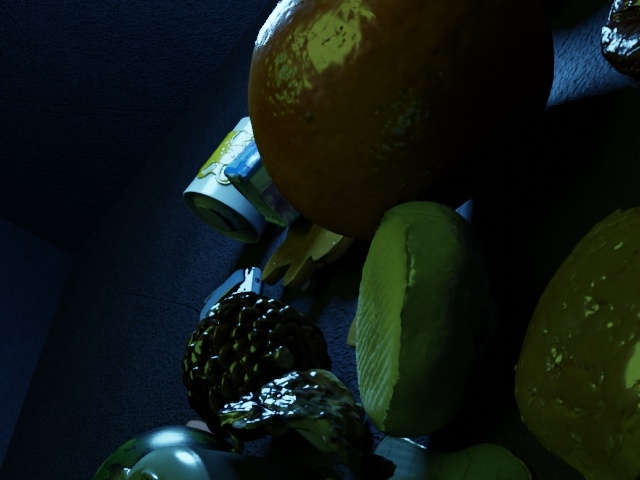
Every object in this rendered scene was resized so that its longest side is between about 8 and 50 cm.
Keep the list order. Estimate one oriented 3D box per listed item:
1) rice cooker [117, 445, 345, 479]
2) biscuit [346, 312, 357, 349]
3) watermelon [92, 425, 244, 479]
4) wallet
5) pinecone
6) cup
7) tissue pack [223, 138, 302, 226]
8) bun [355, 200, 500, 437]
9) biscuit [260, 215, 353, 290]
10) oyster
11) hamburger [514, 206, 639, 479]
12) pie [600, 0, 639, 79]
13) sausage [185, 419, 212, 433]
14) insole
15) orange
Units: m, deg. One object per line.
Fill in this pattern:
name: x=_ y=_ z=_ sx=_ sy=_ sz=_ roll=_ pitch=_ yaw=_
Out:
rice cooker: x=-0.098 y=0.385 z=1.286 sx=0.288 sy=0.277 sz=0.288 roll=-31 pitch=52 yaw=50
biscuit: x=0.108 y=0.081 z=1.579 sx=0.221 sy=0.029 sz=0.142 roll=-44 pitch=25 yaw=39
watermelon: x=-0.197 y=0.387 z=1.545 sx=0.269 sy=0.269 sz=0.269 roll=-49 pitch=22 yaw=28
wallet: x=-0.178 y=0.164 z=2.100 sx=0.170 sy=0.069 sz=0.231 roll=-43 pitch=26 yaw=27
pinecone: x=-0.105 y=0.190 z=1.670 sx=0.224 sy=0.224 sz=0.272 roll=-66 pitch=17 yaw=-17
cup: x=-0.135 y=-0.120 z=2.286 sx=0.241 sy=0.185 sz=0.226 roll=14 pitch=65 yaw=34
tissue pack: x=-0.028 y=-0.163 z=2.002 sx=0.263 sy=0.146 sz=0.198 roll=-45 pitch=14 yaw=-7
bun: x=0.127 y=0.094 z=1.308 sx=0.287 sy=0.146 sz=0.287 roll=-173 pitch=90 yaw=-81
biscuit: x=0.000 y=0.000 z=1.913 sx=0.216 sy=0.047 sz=0.340 roll=-62 pitch=17 yaw=-18
oyster: x=-0.004 y=0.217 z=1.352 sx=0.100 sy=0.275 sz=0.271 roll=-56 pitch=31 yaw=5
hamburger: x=0.290 y=0.092 z=0.958 sx=0.259 sy=0.145 sz=0.283 roll=-61 pitch=25 yaw=-10
pie: x=0.406 y=-0.279 z=1.333 sx=0.182 sy=0.050 sz=0.182 roll=-53 pitch=22 yaw=32
sausage: x=-0.267 y=0.437 z=1.918 sx=0.274 sy=0.074 sz=0.074 roll=-56 pitch=20 yaw=10
insole: x=0.135 y=0.276 z=1.265 sx=0.119 sy=0.009 sz=0.348 roll=-65 pitch=20 yaw=-12
orange: x=0.096 y=-0.205 z=1.452 sx=0.424 sy=0.326 sz=0.424 roll=-36 pitch=-21 yaw=-16
